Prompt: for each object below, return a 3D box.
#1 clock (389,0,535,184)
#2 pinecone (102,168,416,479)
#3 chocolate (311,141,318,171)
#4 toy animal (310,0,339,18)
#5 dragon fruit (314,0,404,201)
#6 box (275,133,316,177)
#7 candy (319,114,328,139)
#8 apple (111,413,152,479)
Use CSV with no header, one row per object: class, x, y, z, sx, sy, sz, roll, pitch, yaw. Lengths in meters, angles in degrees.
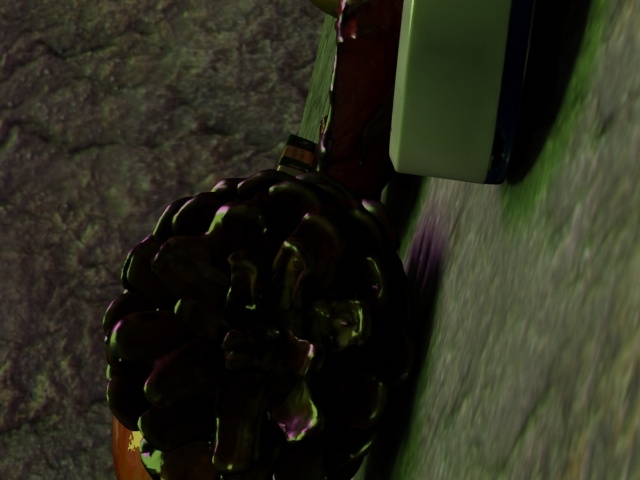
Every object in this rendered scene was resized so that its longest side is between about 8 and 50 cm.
clock,0.092,-0.152,1.100,0.230,0.083,0.230,5,-90,-86
pinecone,-0.053,0.080,1.389,0.296,0.242,0.298,133,155,-85
chocolate,0.000,0.000,1.914,0.214,0.093,0.148,109,171,-59
toy animal,0.034,-0.352,1.931,0.181,0.180,0.363,-39,20,11
dragon fruit,0.044,-0.120,1.637,0.343,0.100,0.282,96,-175,-49
box,-0.043,-0.025,1.681,0.235,0.034,0.132,-83,14,-79
candy,0.016,-0.084,2.361,0.055,0.049,0.185,-56,-29,-83
apple,-0.143,0.242,2.108,0.242,0.242,0.241,122,159,-76
